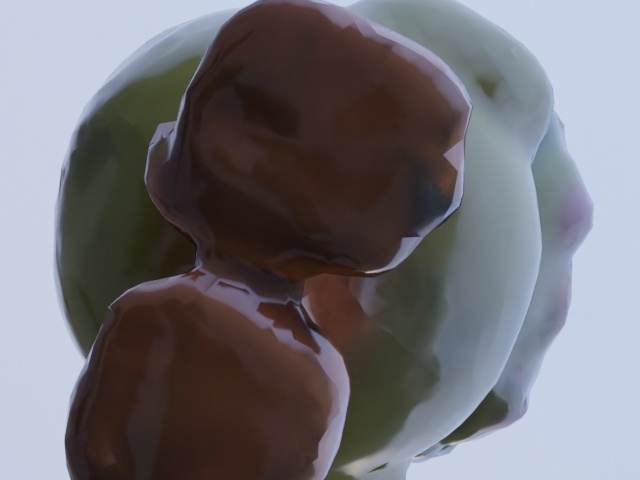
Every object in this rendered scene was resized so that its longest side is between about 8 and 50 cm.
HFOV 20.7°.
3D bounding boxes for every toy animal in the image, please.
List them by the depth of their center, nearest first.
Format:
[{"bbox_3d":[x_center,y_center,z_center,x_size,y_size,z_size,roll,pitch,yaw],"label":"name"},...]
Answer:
[{"bbox_3d":[-0.002,-0.001,0.703,0.191,0.338,0.216,23,-81,17],"label":"toy animal"}]
